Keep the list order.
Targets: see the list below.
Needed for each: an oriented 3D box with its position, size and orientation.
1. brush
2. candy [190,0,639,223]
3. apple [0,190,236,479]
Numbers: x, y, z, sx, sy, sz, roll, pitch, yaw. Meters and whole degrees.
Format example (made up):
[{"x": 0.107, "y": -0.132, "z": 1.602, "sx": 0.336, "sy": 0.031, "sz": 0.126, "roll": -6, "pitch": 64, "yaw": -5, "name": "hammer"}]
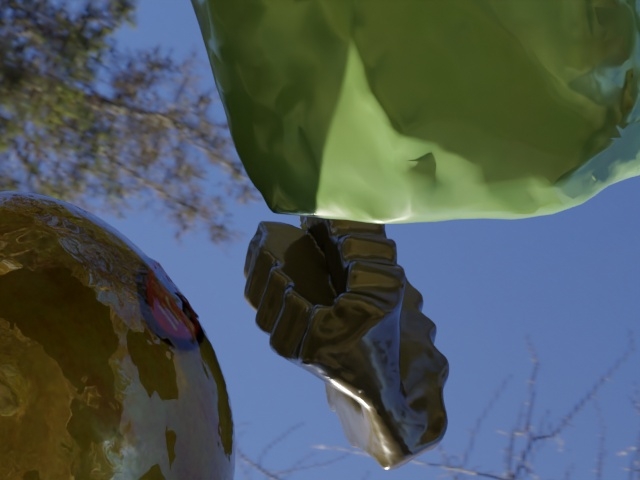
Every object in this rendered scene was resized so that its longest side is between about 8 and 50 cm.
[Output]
[{"x": 0.000, "y": 0.000, "z": 0.677, "sx": 0.071, "sy": 0.084, "sz": 0.301, "roll": -29, "pitch": -154, "yaw": 5, "name": "brush"}, {"x": 0.006, "y": -0.175, "z": 0.311, "sx": 0.142, "sy": 0.132, "sz": 0.344, "roll": -11, "pitch": -70, "yaw": 0, "name": "candy"}, {"x": -0.117, "y": 0.065, "z": 0.459, "sx": 0.182, "sy": 0.182, "sz": 0.155, "roll": -13, "pitch": -71, "yaw": 24, "name": "apple"}]
